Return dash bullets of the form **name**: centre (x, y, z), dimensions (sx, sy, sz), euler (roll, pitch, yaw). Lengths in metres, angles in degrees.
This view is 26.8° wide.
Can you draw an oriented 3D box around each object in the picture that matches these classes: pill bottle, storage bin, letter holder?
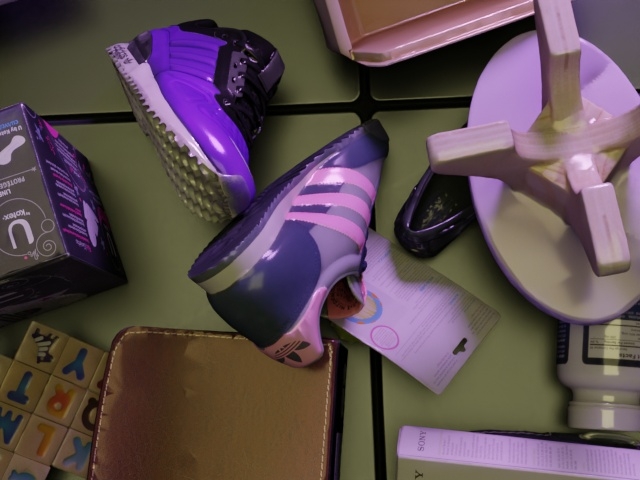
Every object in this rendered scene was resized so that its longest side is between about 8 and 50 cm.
- **pill bottle**: centre (0.269, 0.092, 1.252), dimensions (0.094, 0.094, 0.169), euler (4, 83, 3)
- **storage bin**: centre (0.105, -0.325, 1.232), dimensions (0.260, 0.123, 0.262), euler (-21, 108, -10)
- **letter holder**: centre (-0.094, 0.237, 1.222), dimensions (0.215, 0.152, 0.301), euler (3, 82, 5)

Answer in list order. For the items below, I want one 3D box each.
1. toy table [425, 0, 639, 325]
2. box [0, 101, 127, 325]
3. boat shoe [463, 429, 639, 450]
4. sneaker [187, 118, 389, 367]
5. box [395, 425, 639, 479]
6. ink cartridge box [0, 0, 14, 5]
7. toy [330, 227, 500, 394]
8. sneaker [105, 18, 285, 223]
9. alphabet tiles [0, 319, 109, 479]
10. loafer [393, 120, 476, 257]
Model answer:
- **toy table**: centre (0.220, -0.076, 1.157), dimensions (0.252, 0.161, 0.274), euler (-22, 76, 0)
- **box**: centre (-0.290, -0.008, 1.211), dimensions (0.163, 0.247, 0.142), euler (-19, 81, 0)
- **boat shoe**: centre (0.248, 0.230, 1.240), dimensions (0.303, 0.091, 0.114), euler (16, 114, 3)
- **sneaker**: centre (0.000, 0.000, 1.207), dimensions (0.112, 0.319, 0.131), euler (-32, 100, 38)
- **box**: centre (0.220, 0.291, 1.187), dimensions (0.322, 0.058, 0.232), euler (5, 113, 8)
- **ink cartridge box**: centre (-0.487, -0.327, 1.283), dimensions (0.385, 0.091, 0.308), euler (-19, 70, -10)
- **toy**: centre (0.037, 0.052, 1.273), dimensions (0.237, 0.056, 0.137), euler (36, 45, 10)
- **sneaker**: centre (-0.094, -0.133, 1.232), dimensions (0.146, 0.102, 0.293), euler (-24, 39, -10)
- **alphabet tiles**: centre (-0.275, 0.177, 1.239), dimensions (0.237, 0.009, 0.198), euler (28, 84, -30)
- **loafer**: centre (0.155, -0.075, 1.285), dimensions (0.076, 0.078, 0.223), euler (41, 84, 10)
